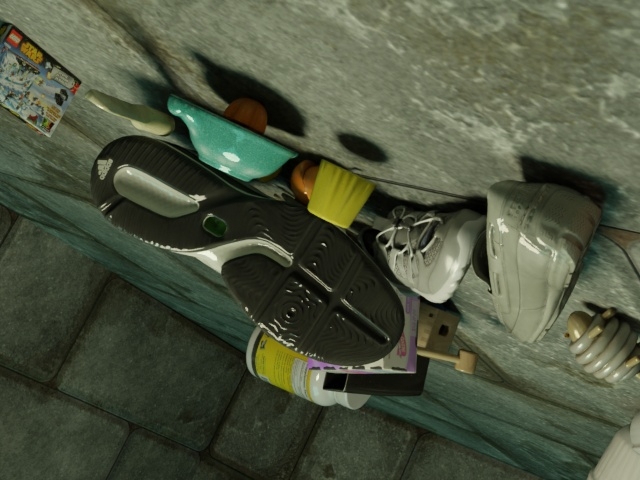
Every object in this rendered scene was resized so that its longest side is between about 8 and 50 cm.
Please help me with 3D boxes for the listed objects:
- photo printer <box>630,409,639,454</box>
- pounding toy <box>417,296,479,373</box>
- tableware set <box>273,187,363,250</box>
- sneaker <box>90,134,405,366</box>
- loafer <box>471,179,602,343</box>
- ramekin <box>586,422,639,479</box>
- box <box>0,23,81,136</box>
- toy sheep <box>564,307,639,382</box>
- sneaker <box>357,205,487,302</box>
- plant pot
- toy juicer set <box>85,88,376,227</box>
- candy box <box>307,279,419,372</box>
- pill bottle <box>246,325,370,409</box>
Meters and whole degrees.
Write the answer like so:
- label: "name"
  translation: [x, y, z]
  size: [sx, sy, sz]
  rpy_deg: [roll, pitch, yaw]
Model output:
- label: "photo printer"
  translation: [0.608, 0.299, 1.277]
  size: [0.256, 0.107, 0.307]
  rpy_deg: [24, 166, 8]
- label: "pounding toy"
  translation: [0.173, 0.141, 1.480]
  size: [0.206, 0.094, 0.181]
  rpy_deg: [19, 178, 28]
- label: "tableware set"
  translation: [0.028, -0.021, 1.303]
  size: [0.194, 0.039, 0.128]
  rpy_deg: [38, 175, -21]
- label: "sneaker"
  translation: [-0.074, -0.013, 1.237]
  size: [0.447, 0.169, 0.257]
  rpy_deg: [33, -167, 0]
- label: "loafer"
  translation: [0.221, 0.023, 0.970]
  size: [0.111, 0.112, 0.319]
  rpy_deg: [27, 160, 18]
- label: "ramekin"
  translation: [0.602, 0.414, 1.530]
  size: [0.272, 0.127, 0.273]
  rpy_deg: [18, -170, -3]
- label: "box"
  translation: [-0.402, -0.217, 1.233]
  size: [0.027, 0.094, 0.137]
  rpy_deg: [16, 163, 37]
- label: "toy sheep"
  translation: [0.373, 0.139, 1.161]
  size: [0.132, 0.091, 0.091]
  rpy_deg: [43, 169, 8]
- label: "sneaker"
  translation: [0.114, 0.010, 1.108]
  size: [0.115, 0.105, 0.281]
  rpy_deg: [34, 163, -7]
- label: "plant pot"
  translation: [0.122, 0.227, 1.807]
  size: [0.166, 0.188, 0.187]
  rpy_deg: [15, 169, -11]
- label: "toy juicer set"
  translation: [-0.097, -0.125, 1.067]
  size: [0.328, 0.090, 0.209]
  rpy_deg: [24, -175, -8]
- label: "candy box"
  translation: [0.067, 0.126, 1.426]
  size: [0.070, 0.165, 0.196]
  rpy_deg: [13, 166, -34]
- label: "pill bottle"
  translation: [-0.022, 0.332, 2.430]
  size: [0.333, 0.188, 0.188]
  rpy_deg: [17, 164, 34]
